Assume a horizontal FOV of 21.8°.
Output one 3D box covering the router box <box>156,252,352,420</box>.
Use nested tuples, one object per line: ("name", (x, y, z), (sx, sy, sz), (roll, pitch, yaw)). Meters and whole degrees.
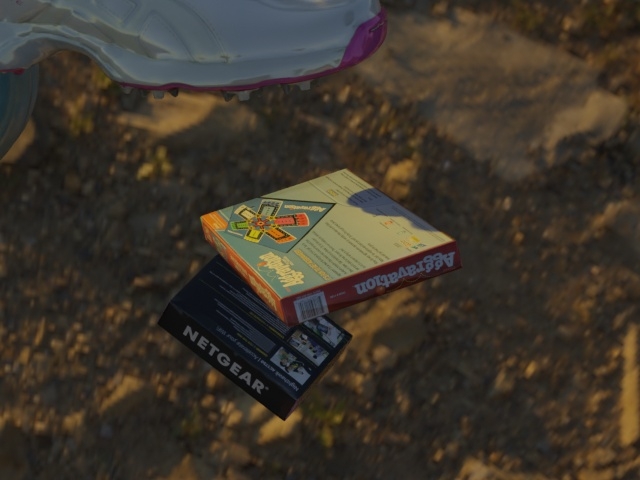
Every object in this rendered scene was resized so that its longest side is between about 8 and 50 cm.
("router box", (-0.071, 0.098, 1.833), (0.179, 0.046, 0.133), (37, 41, 7))

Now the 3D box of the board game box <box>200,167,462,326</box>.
("board game box", (0.000, 0.000, 1.369), (0.145, 0.027, 0.281), (-17, 18, -12))

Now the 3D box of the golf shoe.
("golf shoe", (-0.112, -0.162, 0.969), (0.306, 0.140, 0.115), (6, 27, 10))

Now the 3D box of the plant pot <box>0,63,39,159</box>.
("plant pot", (-0.487, -0.167, 1.960), (0.293, 0.293, 0.196), (10, 26, -9))
